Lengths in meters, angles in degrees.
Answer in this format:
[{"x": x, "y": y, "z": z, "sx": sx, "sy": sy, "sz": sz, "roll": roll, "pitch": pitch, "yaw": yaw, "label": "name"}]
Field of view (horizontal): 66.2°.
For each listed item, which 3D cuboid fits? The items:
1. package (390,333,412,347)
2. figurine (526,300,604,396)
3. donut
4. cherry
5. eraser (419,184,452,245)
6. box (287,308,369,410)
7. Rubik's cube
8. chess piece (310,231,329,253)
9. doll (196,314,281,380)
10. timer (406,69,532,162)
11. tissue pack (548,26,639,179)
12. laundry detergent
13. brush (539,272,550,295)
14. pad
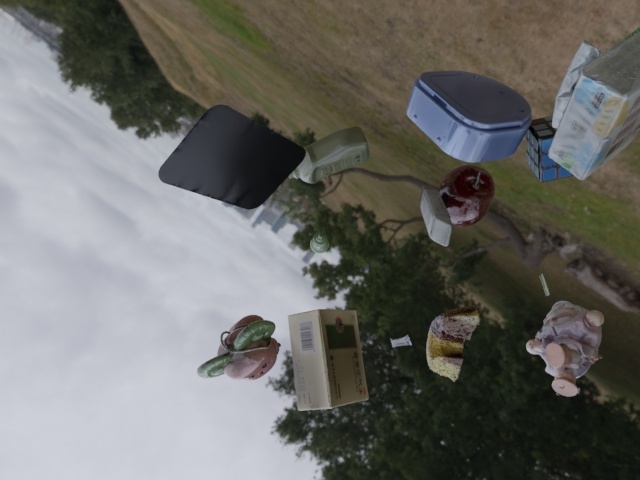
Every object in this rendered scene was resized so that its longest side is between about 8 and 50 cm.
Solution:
[{"x": 0.265, "y": 0.335, "z": 1.628, "sx": 0.015, "sy": 0.037, "sz": 0.110, "roll": -7, "pitch": 168, "yaw": -31, "label": "package"}, {"x": 0.584, "y": 0.244, "z": 1.155, "sx": 0.133, "sy": 0.200, "sz": 0.276, "roll": 50, "pitch": -142, "yaw": 4, "label": "figurine"}, {"x": 0.414, "y": 0.301, "z": 1.596, "sx": 0.113, "sy": 0.294, "sz": 0.151, "roll": 6, "pitch": -147, "yaw": -6, "label": "donut"}, {"x": 0.540, "y": -0.161, "z": 1.860, "sx": 0.203, "sy": 0.230, "sz": 0.300, "roll": 14, "pitch": 157, "yaw": 1, "label": "cherry"}, {"x": 0.393, "y": -0.094, "z": 1.698, "sx": 0.061, "sy": 0.089, "sz": 0.352, "roll": 4, "pitch": -152, "yaw": 2, "label": "eraser"}, {"x": 0.020, "y": 0.269, "z": 1.124, "sx": 0.095, "sy": 0.211, "sz": 0.168, "roll": -17, "pitch": 163, "yaw": 30, "label": "box"}, {"x": 0.766, "y": -0.303, "z": 1.586, "sx": 0.163, "sy": 0.162, "sz": 0.160, "roll": -82, "pitch": -22, "yaw": -56, "label": "Rubik's cube"}, {"x": 0.000, "y": 0.000, "z": 1.475, "sx": 0.059, "sy": 0.059, "sz": 0.149, "roll": 36, "pitch": 169, "yaw": 5, "label": "chess piece"}, {"x": -0.255, "y": 0.343, "z": 1.588, "sx": 0.216, "sy": 0.284, "sz": 0.268, "roll": 52, "pitch": -174, "yaw": 24, "label": "doll"}, {"x": 0.505, "y": -0.406, "z": 1.617, "sx": 0.395, "sy": 0.173, "sz": 0.394, "roll": 7, "pitch": -139, "yaw": -6, "label": "timer"}, {"x": 0.504, "y": -0.253, "z": 0.888, "sx": 0.145, "sy": 0.159, "sz": 0.229, "roll": 49, "pitch": 170, "yaw": 26, "label": "tissue pack"}, {"x": 0.019, "y": -0.247, "z": 1.499, "sx": 0.181, "sy": 0.254, "sz": 0.091, "roll": 64, "pitch": -177, "yaw": -74, "label": "laundry detergent"}, {"x": 0.714, "y": 0.141, "z": 1.559, "sx": 0.013, "sy": 0.016, "sz": 0.083, "roll": 25, "pitch": -136, "yaw": -23, "label": "brush"}, {"x": -0.244, "y": -0.190, "z": 1.264, "sx": 0.375, "sy": 0.315, "sz": 0.063, "roll": 18, "pitch": -149, "yaw": -57, "label": "pad"}]
